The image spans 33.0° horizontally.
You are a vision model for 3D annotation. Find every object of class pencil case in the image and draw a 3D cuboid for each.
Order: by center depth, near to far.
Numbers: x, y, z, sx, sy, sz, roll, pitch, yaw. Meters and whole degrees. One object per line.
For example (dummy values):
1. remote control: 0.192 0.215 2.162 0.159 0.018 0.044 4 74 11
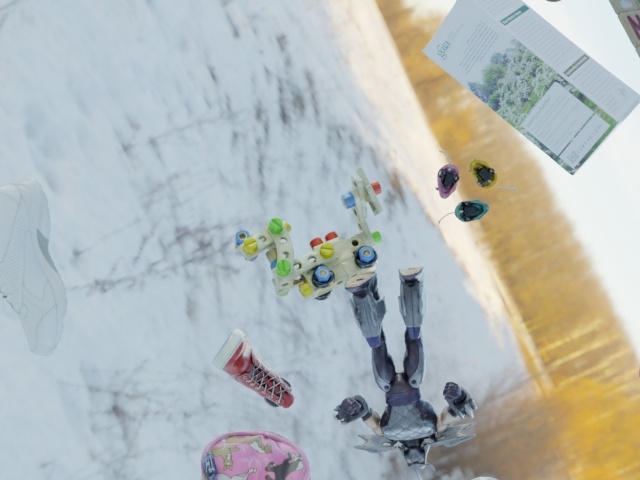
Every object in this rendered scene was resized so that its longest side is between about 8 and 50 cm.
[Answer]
1. pencil case: -0.124 0.458 1.539 0.160 0.167 0.386 35 -57 35

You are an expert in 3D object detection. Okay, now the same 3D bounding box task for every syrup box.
1. syrup box: 0.248 -0.196 1.274 0.237 0.093 0.096 42 41 9

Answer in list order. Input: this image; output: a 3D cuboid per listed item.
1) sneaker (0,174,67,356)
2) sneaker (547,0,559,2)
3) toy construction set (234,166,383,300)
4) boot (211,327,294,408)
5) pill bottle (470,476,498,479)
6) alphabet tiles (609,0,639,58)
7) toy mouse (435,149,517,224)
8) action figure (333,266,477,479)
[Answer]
1. sneaker: -0.395 0.039 1.375 0.090 0.115 0.232 -15 -92 58
2. sneaker: 0.470 -0.514 1.960 0.130 0.087 0.228 31 65 -36
3. toy construction set: 0.000 0.000 2.233 0.215 0.327 0.151 59 -3 25
4. boot: -0.124 0.266 2.163 0.176 0.088 0.244 36 -11 8
5. pill bottle: 0.287 0.501 1.875 0.169 0.094 0.094 -84 153 -44
6. alphabet tiles: 0.541 -0.370 1.703 0.285 0.011 0.343 -18 79 -43
7. toy mouse: 0.247 -0.084 1.922 0.161 0.143 0.031 39 -8 -15
8. action figure: 0.103 0.181 1.414 0.099 0.185 0.285 -75 154 -80
